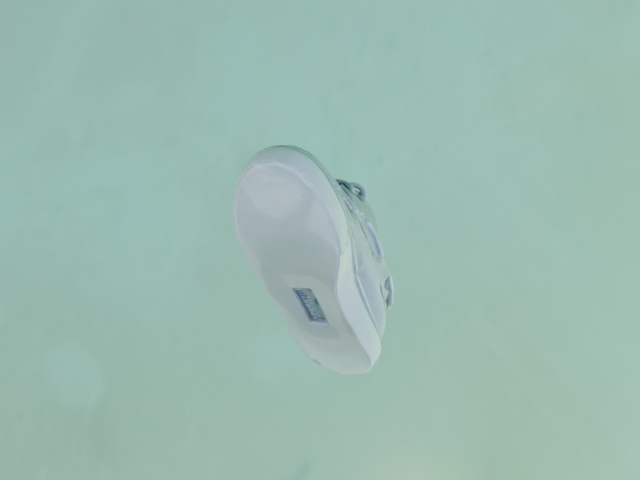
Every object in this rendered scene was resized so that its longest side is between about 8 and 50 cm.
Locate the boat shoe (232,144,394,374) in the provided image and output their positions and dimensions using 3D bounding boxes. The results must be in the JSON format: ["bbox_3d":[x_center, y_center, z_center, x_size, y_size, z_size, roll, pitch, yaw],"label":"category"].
[{"bbox_3d":[0.001,0.000,1.126,0.079,0.081,0.227,7,143,23],"label":"boat shoe"}]
